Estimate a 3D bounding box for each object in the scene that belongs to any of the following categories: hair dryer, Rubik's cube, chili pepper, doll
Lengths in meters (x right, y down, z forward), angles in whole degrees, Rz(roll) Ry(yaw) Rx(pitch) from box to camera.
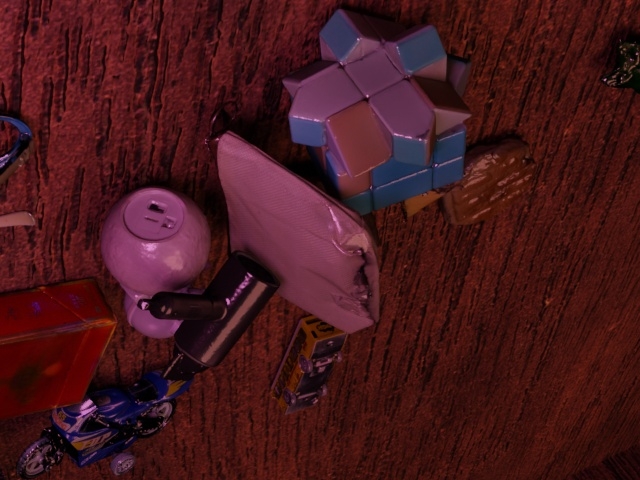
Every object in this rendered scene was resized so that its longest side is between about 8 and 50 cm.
[{"bbox_3d":[-0.177,0.103,1.725,0.195,0.078,0.248,-53,155,11],"label":"hair dryer"},{"bbox_3d":[0.084,-0.168,1.711,0.265,0.224,0.213,-21,150,-9],"label":"Rubik's cube"},{"bbox_3d":[0.510,-0.271,2.138,0.224,0.061,0.098,14,114,-50],"label":"chili pepper"},{"bbox_3d":[-0.219,0.044,1.825,0.151,0.151,0.287,-23,154,-17],"label":"doll"}]

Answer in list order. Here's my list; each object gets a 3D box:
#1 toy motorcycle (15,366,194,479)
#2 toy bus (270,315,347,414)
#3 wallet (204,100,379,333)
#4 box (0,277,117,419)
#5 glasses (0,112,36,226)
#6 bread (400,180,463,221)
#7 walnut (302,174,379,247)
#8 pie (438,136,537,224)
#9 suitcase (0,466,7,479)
[{"bbox_3d":[-0.332,0.276,2.113,0.315,0.113,0.169,-17,140,-44],"label":"toy motorcycle"},{"bbox_3d":[-0.022,0.218,2.363,0.081,0.074,0.226,-17,148,-29],"label":"toy bus"},{"bbox_3d":[-0.035,-0.008,1.768,0.068,0.275,0.335,-45,156,-25],"label":"wallet"},{"bbox_3d":[-0.452,0.163,1.829,0.313,0.089,0.197,-8,142,-36],"label":"box"},{"bbox_3d":[-0.398,-0.073,1.456,0.239,0.207,0.102,-13,110,-34],"label":"glasses"},{"bbox_3d":[0.109,-0.119,1.899,0.152,0.147,0.127,13,141,-45],"label":"bread"},{"bbox_3d":[-0.001,-0.001,1.952,0.178,0.178,0.230,-23,139,-18],"label":"walnut"},{"bbox_3d":[0.271,-0.097,2.189,0.195,0.046,0.195,-23,151,-14],"label":"pie"},{"bbox_3d":[-0.600,0.348,1.824,0.335,0.229,0.152,-3,141,-41],"label":"suitcase"}]
